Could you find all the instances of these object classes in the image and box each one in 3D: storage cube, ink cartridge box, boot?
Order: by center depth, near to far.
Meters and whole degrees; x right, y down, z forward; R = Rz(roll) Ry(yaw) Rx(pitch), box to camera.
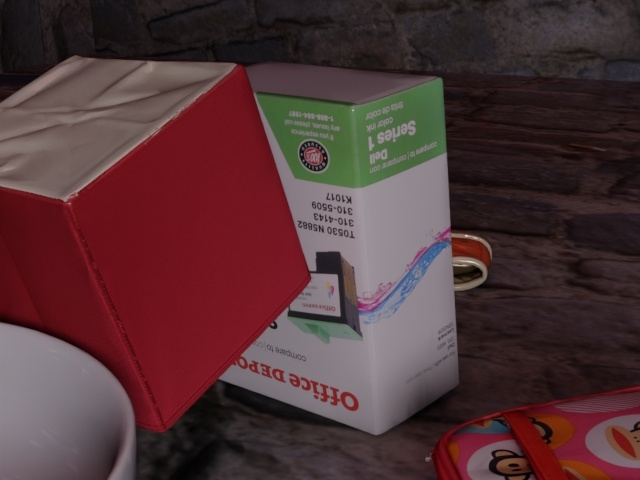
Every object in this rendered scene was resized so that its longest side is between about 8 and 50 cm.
[{"bbox_3d":[-0.149,-0.009,0.819,0.184,0.193,0.215,10,41,36],"label":"storage cube"},{"bbox_3d":[0.000,0.000,0.943,0.201,0.278,0.117,13,26,41],"label":"ink cartridge box"},{"bbox_3d":[0.110,0.022,1.224,0.158,0.059,0.084,0,23,7],"label":"boot"}]

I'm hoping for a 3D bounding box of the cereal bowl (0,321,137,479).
[{"bbox_3d":[-0.274,0.173,0.638,0.339,0.141,0.339,0,20,0],"label":"cereal bowl"}]

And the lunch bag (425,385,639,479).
[{"bbox_3d":[0.171,0.186,0.604,0.258,0.120,0.293,-8,16,-3],"label":"lunch bag"}]
